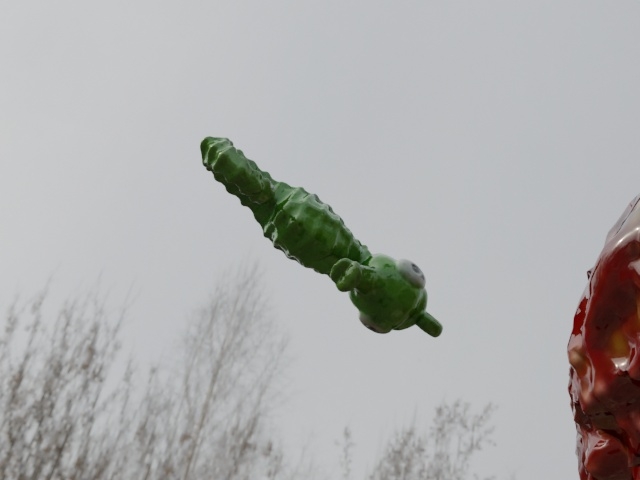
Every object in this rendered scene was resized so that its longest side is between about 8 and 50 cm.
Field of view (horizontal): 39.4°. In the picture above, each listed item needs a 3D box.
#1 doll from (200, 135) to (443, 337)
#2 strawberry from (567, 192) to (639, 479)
[{"bbox_3d":[0.000,0.000,0.559,0.190,0.050,0.115,38,-2,-2],"label":"doll"},{"bbox_3d":[0.254,0.061,0.394,0.292,0.292,0.343,-2,-54,18],"label":"strawberry"}]
